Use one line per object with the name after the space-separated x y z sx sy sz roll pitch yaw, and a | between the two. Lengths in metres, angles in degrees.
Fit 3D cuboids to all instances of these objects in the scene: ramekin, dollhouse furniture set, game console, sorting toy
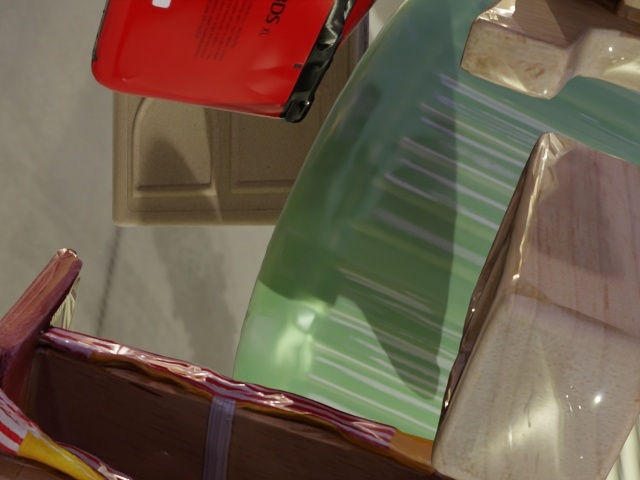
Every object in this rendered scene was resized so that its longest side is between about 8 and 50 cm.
0.091 0.016 0.742 0.303 0.148 0.303 -56 162 -29 | ramekin
0.000 0.000 0.411 0.152 0.201 0.374 -62 169 -63 | dollhouse furniture set
-0.010 -0.118 0.500 0.144 0.124 0.085 119 -26 -52 | game console
-0.050 -0.162 0.860 0.041 0.229 0.307 1 89 -48 | sorting toy
